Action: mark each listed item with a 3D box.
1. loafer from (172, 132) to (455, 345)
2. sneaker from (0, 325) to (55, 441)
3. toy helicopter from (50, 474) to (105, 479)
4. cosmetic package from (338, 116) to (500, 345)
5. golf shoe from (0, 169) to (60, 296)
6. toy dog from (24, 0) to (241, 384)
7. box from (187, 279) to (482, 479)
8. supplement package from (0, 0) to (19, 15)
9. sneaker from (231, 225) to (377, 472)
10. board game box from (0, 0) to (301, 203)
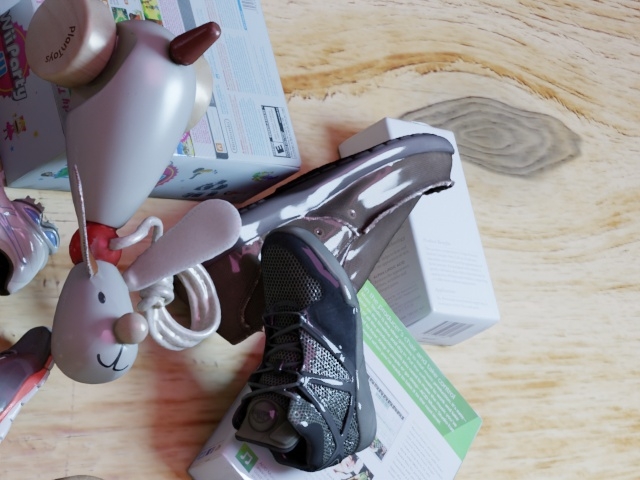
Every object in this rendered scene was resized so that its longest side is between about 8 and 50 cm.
[{"bbox_3d":[0.000,0.000,1.812,0.366,0.134,0.130,-27,95,-34],"label":"loafer"},{"bbox_3d":[-0.271,0.115,1.510,0.065,0.061,0.158,42,41,-14],"label":"sneaker"},{"bbox_3d":[-0.230,0.336,1.372,0.235,0.140,0.355,43,54,-32],"label":"toy helicopter"},{"bbox_3d":[0.106,-0.009,1.981,0.117,0.085,0.231,10,59,-45],"label":"cosmetic package"},{"bbox_3d":[-0.302,-0.027,1.556,0.176,0.069,0.086,44,48,-20],"label":"golf shoe"},{"bbox_3d":[-0.144,-0.059,1.536,0.220,0.161,0.333,-10,86,-48],"label":"toy dog"},{"bbox_3d":[0.025,0.199,1.790,0.232,0.058,0.322,51,41,-13],"label":"box"},{"bbox_3d":[-0.314,-0.254,1.583,0.105,0.179,0.105,-3,71,-49],"label":"supplement package"},{"bbox_3d":[-0.024,0.106,1.648,0.130,0.087,0.227,-27,111,-50],"label":"sneaker"},{"bbox_3d":[-0.175,-0.161,1.749,0.303,0.097,0.224,3,66,-48],"label":"board game box"}]
